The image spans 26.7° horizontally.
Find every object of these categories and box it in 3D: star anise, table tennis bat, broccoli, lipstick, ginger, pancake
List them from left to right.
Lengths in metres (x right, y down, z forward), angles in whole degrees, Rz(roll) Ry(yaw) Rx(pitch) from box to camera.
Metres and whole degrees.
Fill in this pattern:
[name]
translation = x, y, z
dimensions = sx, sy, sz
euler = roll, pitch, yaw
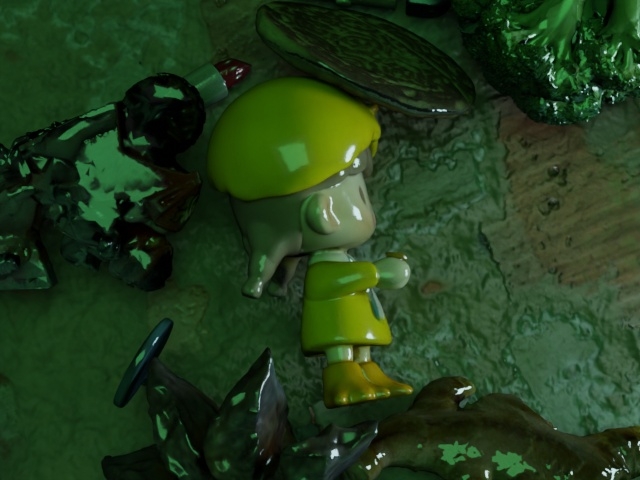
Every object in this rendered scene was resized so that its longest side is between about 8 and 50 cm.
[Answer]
[table tennis bat]
translation = -0.177, 0.126, 1.359
dimensions = 0.019, 0.155, 0.100
euler = 30, 76, 3
[lipstick]
translation = -0.156, -0.152, 1.473
dimensions = 0.186, 0.063, 0.057
euler = -33, 78, -14
[star anise]
translation = -0.074, 0.254, 1.296
dimensions = 0.332, 0.117, 0.331
euler = 6, 109, 17
[pancake]
translation = 0.043, -0.197, 1.412
dimensions = 0.250, 0.250, 0.031
euler = 26, 116, 5
[ginger]
translation = 0.188, 0.216, 1.375
dimensions = 0.333, 0.080, 0.166
euler = 9, 37, -1
[broccoli]
translation = 0.251, -0.255, 1.395
dimensions = 0.270, 0.270, 0.270
euler = 7, 50, -9

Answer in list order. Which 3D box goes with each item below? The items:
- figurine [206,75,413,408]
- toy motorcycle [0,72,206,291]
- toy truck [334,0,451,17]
[figurine]
translation = 0.000, 0.000, 1.361
dimensions = 0.187, 0.215, 0.343
euler = -16, 80, -1
[toy motorcycle]
translation = -0.287, -0.018, 1.377
dimensions = 0.401, 0.134, 0.207
euler = -19, 97, 5
[toy truck]
translation = 0.053, -0.301, 1.498
dimensions = 0.202, 0.074, 0.088
euler = 9, 82, 1
